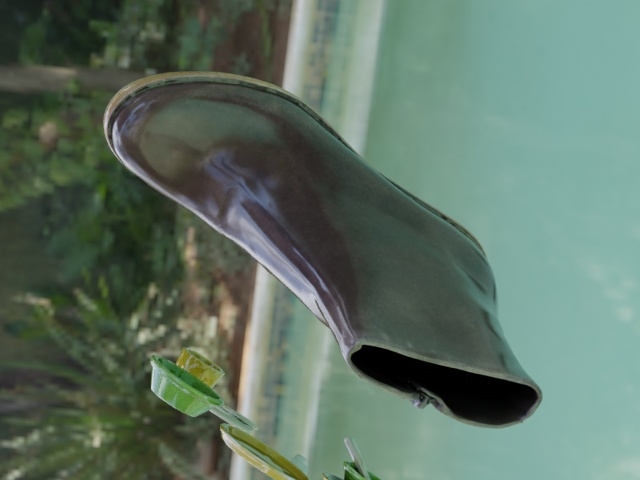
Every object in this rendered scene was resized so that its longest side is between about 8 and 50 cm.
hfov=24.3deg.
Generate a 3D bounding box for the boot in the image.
[{"bbox_3d":[0.000,0.000,0.833,0.090,0.248,0.207,-60,22,20],"label":"boot"}]

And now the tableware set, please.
[{"bbox_3d":[-0.007,0.094,0.662,0.024,0.154,0.104,-56,-6,0],"label":"tableware set"}]
